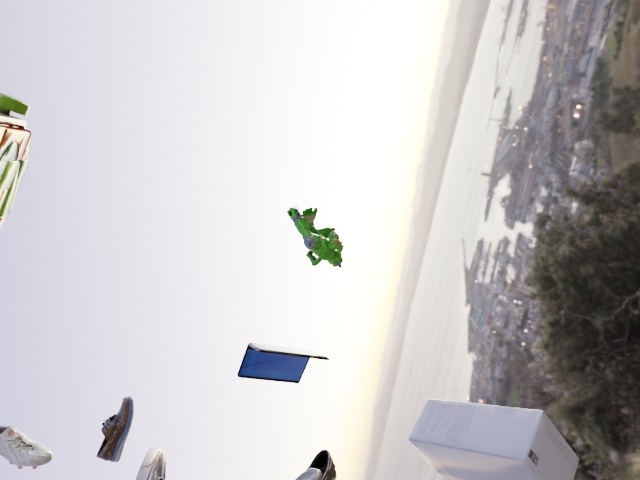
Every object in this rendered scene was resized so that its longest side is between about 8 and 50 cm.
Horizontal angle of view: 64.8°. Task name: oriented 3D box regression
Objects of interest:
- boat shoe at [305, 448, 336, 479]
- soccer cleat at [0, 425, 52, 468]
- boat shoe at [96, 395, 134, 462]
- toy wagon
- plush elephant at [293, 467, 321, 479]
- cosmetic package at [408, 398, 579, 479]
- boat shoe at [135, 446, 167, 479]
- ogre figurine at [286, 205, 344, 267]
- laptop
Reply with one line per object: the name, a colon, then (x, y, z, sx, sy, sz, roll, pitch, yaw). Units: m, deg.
boat shoe: (-0.035, 0.798, 1.654, 0.335, 0.112, 0.096, -8, -93, -70)
soccer cleat: (-0.743, 0.497, 1.229, 0.068, 0.196, 0.076, -20, -60, -74)
boat shoe: (-0.542, 0.498, 1.331, 0.066, 0.066, 0.183, 17, 92, 63)
toy wagon: (-0.510, -0.091, 0.754, 0.267, 0.068, 0.344, -67, 14, 3)
plush elephant: (-0.003, 0.705, 1.191, 0.256, 0.329, 0.272, -63, 9, 10)
cosmetic package: (0.464, 0.574, 1.390, 0.217, 0.385, 0.156, 52, -127, -20)
boat shoe: (-0.341, 0.597, 1.095, 0.340, 0.158, 0.127, -103, 29, -70)
ogre figurine: (0.000, 0.000, 1.257, 0.197, 0.096, 0.118, 62, -174, -48)
laptop: (-0.130, 0.420, 1.667, 0.264, 0.234, 0.137, 170, 110, -70)
